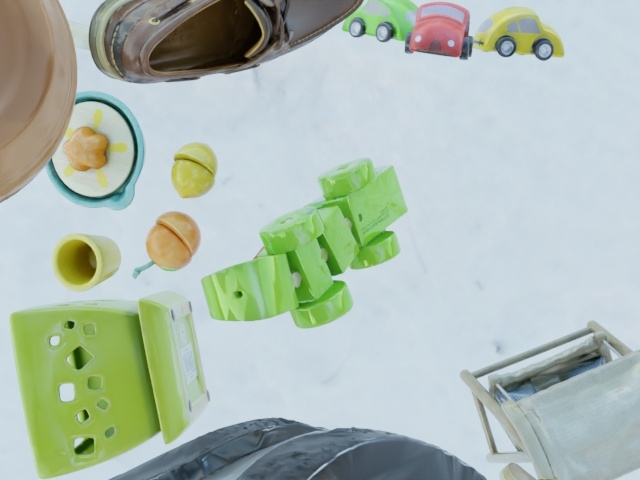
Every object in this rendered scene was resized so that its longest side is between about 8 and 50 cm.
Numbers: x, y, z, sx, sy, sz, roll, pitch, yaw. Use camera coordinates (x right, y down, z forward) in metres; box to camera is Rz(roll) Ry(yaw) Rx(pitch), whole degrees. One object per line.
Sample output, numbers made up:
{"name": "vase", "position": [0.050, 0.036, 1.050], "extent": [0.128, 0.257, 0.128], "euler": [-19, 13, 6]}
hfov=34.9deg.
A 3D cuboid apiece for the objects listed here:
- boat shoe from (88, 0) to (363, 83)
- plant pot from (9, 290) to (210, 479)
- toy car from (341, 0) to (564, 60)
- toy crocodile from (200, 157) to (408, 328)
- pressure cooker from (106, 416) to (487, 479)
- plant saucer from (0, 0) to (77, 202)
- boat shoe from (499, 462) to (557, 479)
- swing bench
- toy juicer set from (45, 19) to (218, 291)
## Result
{"name": "boat shoe", "position": [-0.042, -0.126, 0.590], "extent": [0.178, 0.064, 0.060], "euler": [-23, 34, -27]}
{"name": "plant pot", "position": [-0.277, 0.183, 1.409], "extent": [0.207, 0.228, 0.227], "euler": [-11, 89, 3]}
{"name": "toy car", "position": [0.116, -0.231, 1.077], "extent": [0.225, 0.239, 0.053], "euler": [20, 110, 40]}
{"name": "toy crocodile", "position": [0.000, 0.000, 1.102], "extent": [0.105, 0.340, 0.115], "euler": [-11, 109, 34]}
{"name": "pressure cooker", "position": [-0.077, 0.337, 0.647], "extent": [0.370, 0.420, 0.375], "euler": [51, 37, -15]}
{"name": "plant saucer", "position": [-0.229, -0.108, 0.561], "extent": [0.200, 0.037, 0.199], "euler": [9, 71, -29]}
{"name": "boat shoe", "position": [0.254, 0.289, 1.132], "extent": [0.135, 0.050, 0.045], "euler": [44, 118, 44]}
{"name": "swing bench", "position": [0.388, 0.255, 1.548], "extent": [0.253, 0.255, 0.165], "euler": [-20, 99, -11]}
{"name": "toy juicer set", "position": [-0.225, -0.109, 1.166], "extent": [0.209, 0.089, 0.328], "euler": [-4, 94, 20]}
